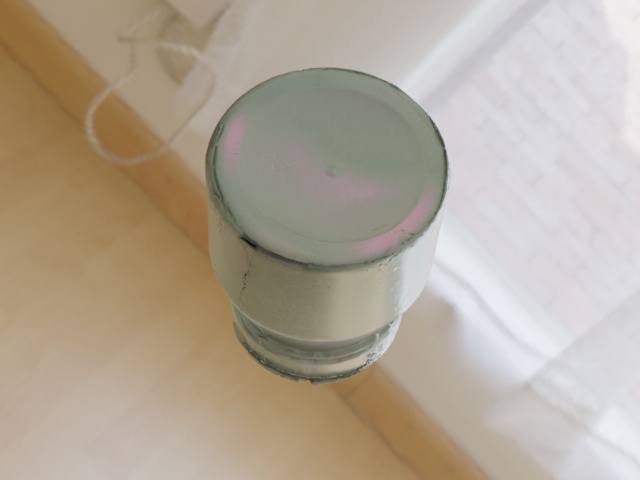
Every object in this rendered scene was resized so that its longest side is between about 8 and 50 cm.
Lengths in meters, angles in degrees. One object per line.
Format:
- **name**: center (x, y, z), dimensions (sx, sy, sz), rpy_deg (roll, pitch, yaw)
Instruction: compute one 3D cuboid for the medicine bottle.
- **medicine bottle**: center (0.000, 0.000, 1.590), dimensions (0.245, 0.290, 0.245), rpy_deg (2, 57, -3)
